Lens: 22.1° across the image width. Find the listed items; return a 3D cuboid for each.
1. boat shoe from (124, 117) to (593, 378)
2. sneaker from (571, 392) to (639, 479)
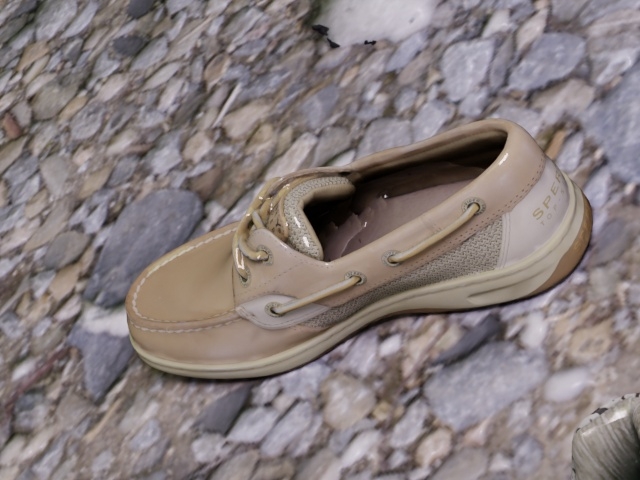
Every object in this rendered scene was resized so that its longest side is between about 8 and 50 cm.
[{"bbox_3d":[0.000,0.000,0.942,0.302,0.098,0.109,-14,47,30],"label":"boat shoe"},{"bbox_3d":[0.102,0.234,0.583,0.158,0.182,0.410,-12,49,31],"label":"sneaker"}]
